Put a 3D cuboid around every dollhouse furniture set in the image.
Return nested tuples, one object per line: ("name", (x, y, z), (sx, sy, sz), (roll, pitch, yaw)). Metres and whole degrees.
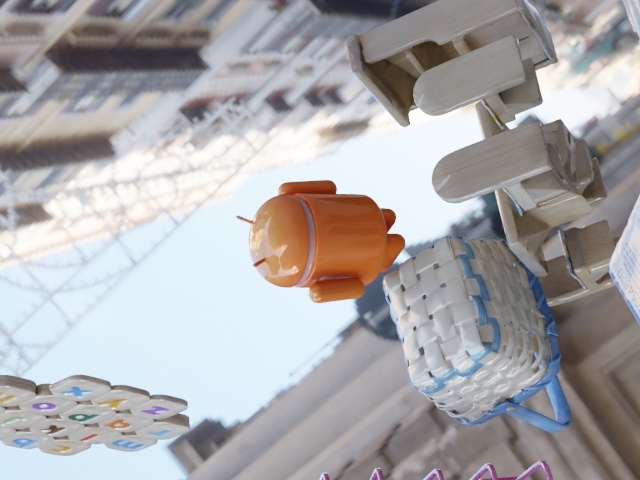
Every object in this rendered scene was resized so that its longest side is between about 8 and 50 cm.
("dollhouse furniture set", (0.210, -0.132, 1.694), (0.362, 0.257, 0.394), (39, -144, -53))

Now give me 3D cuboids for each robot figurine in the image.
("robot figurine", (-0.001, -0.001, 1.638), (0.220, 0.158, 0.128), (-1, -177, -27))

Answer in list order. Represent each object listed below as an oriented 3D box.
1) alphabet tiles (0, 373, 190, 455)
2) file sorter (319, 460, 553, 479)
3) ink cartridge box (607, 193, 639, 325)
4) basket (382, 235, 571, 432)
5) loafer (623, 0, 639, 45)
("alphabet tiles", (-0.312, 0.219, 1.557), (0.284, 0.278, 0.021), (20, -124, -38))
("file sorter", (0.140, 0.383, 1.532), (0.182, 0.291, 0.202), (104, 162, -65))
("ink cartridge box", (0.302, 0.009, 0.891), (0.045, 0.224, 0.223), (-1, -138, -18))
("basket", (0.229, 0.122, 1.701), (0.289, 0.201, 0.254), (20, -135, -40))
("loafer", (0.224, -0.256, 0.792), (0.112, 0.111, 0.319), (-16, -98, -41))
